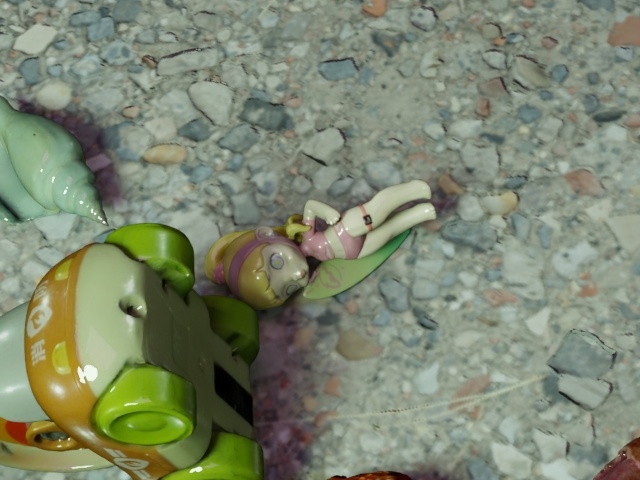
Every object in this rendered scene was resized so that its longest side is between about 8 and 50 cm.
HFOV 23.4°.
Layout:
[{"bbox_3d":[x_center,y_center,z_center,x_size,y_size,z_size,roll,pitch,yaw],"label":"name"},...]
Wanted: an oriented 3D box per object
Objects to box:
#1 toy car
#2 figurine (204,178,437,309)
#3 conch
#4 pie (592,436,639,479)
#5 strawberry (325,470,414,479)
[{"bbox_3d":[-0.165,0.107,1.094,0.235,0.235,0.145,-6,57,3],"label":"toy car"},{"bbox_3d":[0.000,0.000,1.217,0.187,0.083,0.083,-25,59,-1],"label":"figurine"},{"bbox_3d":[-0.232,-0.056,1.289,0.065,0.088,0.180,-3,35,-48],"label":"conch"},{"bbox_3d":[0.263,0.208,1.055,0.182,0.050,0.182,0,51,0],"label":"pie"},{"bbox_3d":[0.038,0.197,1.084,0.096,0.083,0.083,29,65,38],"label":"strawberry"}]
